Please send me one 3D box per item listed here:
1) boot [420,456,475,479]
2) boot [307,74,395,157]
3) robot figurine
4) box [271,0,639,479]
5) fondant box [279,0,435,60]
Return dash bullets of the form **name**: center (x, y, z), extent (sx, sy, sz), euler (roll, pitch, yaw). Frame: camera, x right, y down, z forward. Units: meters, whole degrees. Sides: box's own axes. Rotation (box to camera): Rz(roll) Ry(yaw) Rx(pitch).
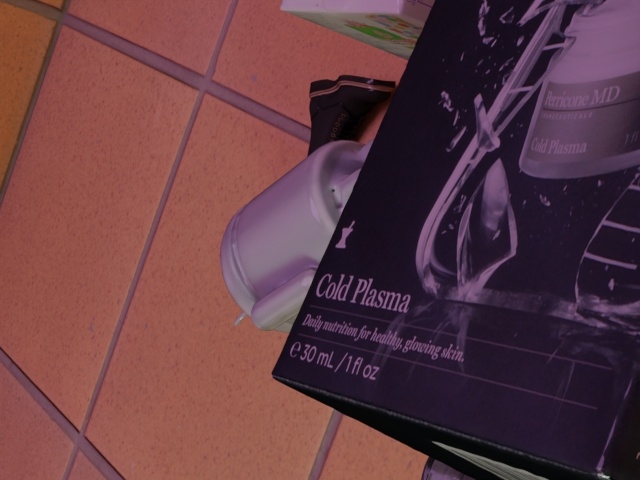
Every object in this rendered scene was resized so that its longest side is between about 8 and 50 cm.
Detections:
- **boot**: center (0.214, 0.255, 1.615), extent (0.223, 0.118, 0.338), euler (13, 87, 36)
- **boot**: center (0.042, -0.162, 2.106), extent (0.198, 0.077, 0.137), euler (179, 99, -67)
- **robot figurine**: center (0.000, 0.000, 1.980), extent (0.353, 0.200, 0.300), euler (-35, 14, 43)
- **box**: center (0.263, -0.015, 1.215), extent (0.480, 0.297, 0.471), euler (6, 69, 61)
- **fondant box**: center (0.154, -0.264, 1.755), extent (0.238, 0.330, 0.096), euler (15, 90, 54)
